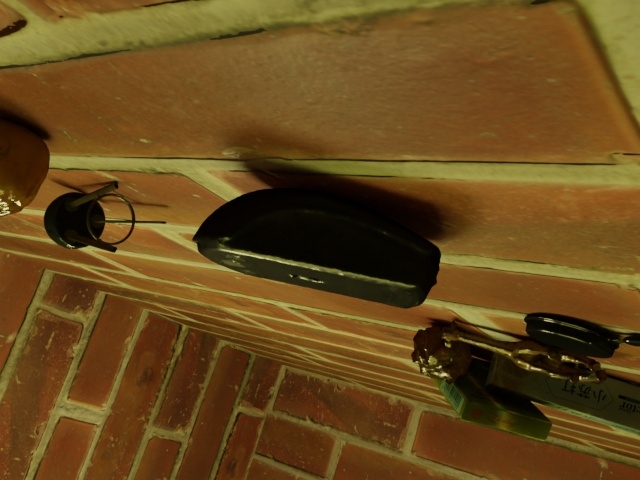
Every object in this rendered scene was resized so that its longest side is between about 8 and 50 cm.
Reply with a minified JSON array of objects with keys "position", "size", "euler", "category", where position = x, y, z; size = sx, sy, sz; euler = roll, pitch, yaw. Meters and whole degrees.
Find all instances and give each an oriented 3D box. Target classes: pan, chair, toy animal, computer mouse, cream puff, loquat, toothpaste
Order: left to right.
[{"position":[-0.413,-0.089,0.922],"size":[0.113,0.137,0.137],"euler":[18,167,-20],"category":"loquat"},{"position":[-0.350,-0.032,1.151],"size":[0.222,0.104,0.095],"euler":[1,176,43],"category":"chair"},{"position":[0.000,0.000,0.800],"size":[0.269,0.100,0.170],"euler":[12,170,5],"category":"computer mouse"},{"position":[0.219,0.211,1.322],"size":[0.116,0.094,0.122],"euler":[24,128,23],"category":"cream puff"},{"position":[0.333,0.186,1.190],"size":[0.149,0.054,0.276],"euler":[17,177,-43],"category":"toy animal"},{"position":[0.466,0.276,1.313],"size":[0.313,0.089,0.071],"euler":[17,161,6],"category":"toothpaste"},{"position":[0.390,0.140,1.000],"size":[0.136,0.028,0.235],"euler":[27,164,-35],"category":"pan"}]

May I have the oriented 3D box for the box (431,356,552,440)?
[{"position":[0.307,0.287,1.411],"size":[0.173,0.043,0.311],"euler":[17,-172,-10],"category":"box"}]
